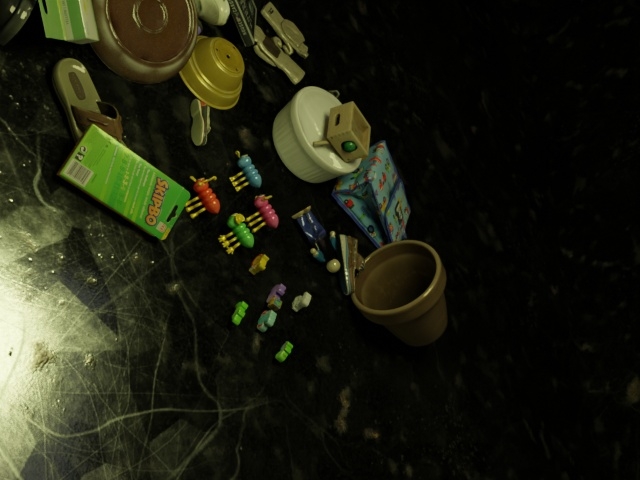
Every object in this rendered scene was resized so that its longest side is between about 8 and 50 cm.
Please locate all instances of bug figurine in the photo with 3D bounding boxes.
[{"bbox_3d":[-0.196,-0.096,1.857,0.216,0.072,0.279,58,36,-6],"label":"bug figurine"}]

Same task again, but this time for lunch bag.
[{"bbox_3d":[0.177,-0.109,2.304,0.293,0.138,0.221,57,33,-28],"label":"lunch bag"}]

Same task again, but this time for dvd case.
[{"bbox_3d":[-0.224,-0.669,2.133,0.239,0.029,0.179,-94,165,-50],"label":"dvd case"}]

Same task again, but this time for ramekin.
[{"bbox_3d":[-0.017,-0.285,2.153,0.273,0.127,0.273,30,46,-37],"label":"ramekin"}]

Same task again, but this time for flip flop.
[{"bbox_3d":[-0.469,-0.263,1.617,0.112,0.080,0.277,-26,93,-54],"label":"flip flop"}]

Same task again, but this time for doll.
[{"bbox_3d":[0.000,0.000,2.056,0.189,0.046,0.129,60,37,-2],"label":"doll"}]

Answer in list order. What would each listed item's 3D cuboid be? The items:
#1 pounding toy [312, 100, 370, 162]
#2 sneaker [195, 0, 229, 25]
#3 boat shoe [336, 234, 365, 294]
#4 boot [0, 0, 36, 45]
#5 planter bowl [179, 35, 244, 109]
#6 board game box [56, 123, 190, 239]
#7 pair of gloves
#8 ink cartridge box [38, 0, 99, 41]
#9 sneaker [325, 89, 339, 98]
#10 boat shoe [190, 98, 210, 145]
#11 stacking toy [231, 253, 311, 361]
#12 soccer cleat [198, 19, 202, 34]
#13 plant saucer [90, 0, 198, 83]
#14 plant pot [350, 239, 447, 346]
[{"bbox_3d":[0.059,-0.284,2.071,0.130,0.100,0.141,48,38,-43],"label":"pounding toy"},{"bbox_3d":[-0.359,-0.631,1.941,0.292,0.110,0.118,37,45,10],"label":"sneaker"},{"bbox_3d":[0.086,0.063,2.083,0.066,0.066,0.183,2,60,-12],"label":"boat shoe"},{"bbox_3d":[-0.752,-0.606,1.438,0.445,0.146,0.367,30,39,-40],"label":"boot"},{"bbox_3d":[-0.264,-0.457,1.993,0.217,0.090,0.217,30,46,-37],"label":"planter bowl"},{"bbox_3d":[-0.402,-0.116,1.601,0.259,0.039,0.124,36,74,-28],"label":"board game box"},{"bbox_3d":[-0.121,-0.585,2.294,0.204,0.042,0.240,39,40,-23],"label":"pair of gloves"},{"bbox_3d":[-0.518,-0.495,1.568,0.235,0.056,0.171,-112,-166,-78],"label":"ink cartridge box"},{"bbox_3d":[0.008,-0.428,2.328,0.061,0.065,0.158,56,36,-9],"label":"sneaker"},{"bbox_3d":[-0.290,-0.286,1.888,0.043,0.049,0.137,24,46,-44],"label":"boat shoe"},{"bbox_3d":[-0.119,0.159,1.809,0.167,0.052,0.221,43,42,-22],"label":"stacking toy"},{"bbox_3d":[-0.426,-0.551,1.864,0.318,0.108,0.116,23,74,-46],"label":"soccer cleat"},{"bbox_3d":[-0.403,-0.524,1.787,0.310,0.050,0.311,-5,97,-45],"label":"plant saucer"},{"bbox_3d":[0.240,0.167,2.110,0.229,0.263,0.263,59,31,-38],"label":"plant pot"}]
